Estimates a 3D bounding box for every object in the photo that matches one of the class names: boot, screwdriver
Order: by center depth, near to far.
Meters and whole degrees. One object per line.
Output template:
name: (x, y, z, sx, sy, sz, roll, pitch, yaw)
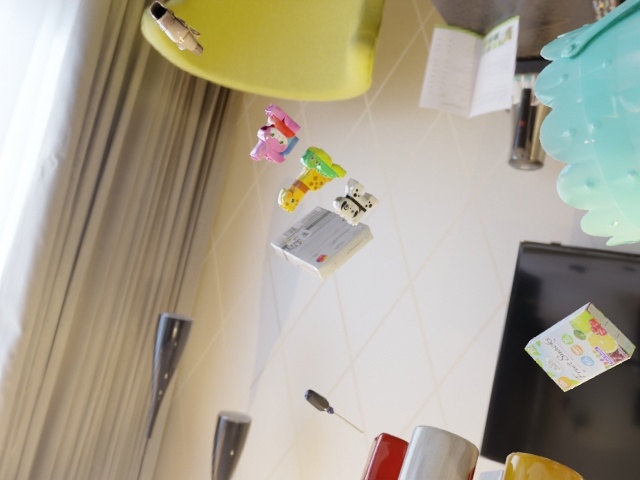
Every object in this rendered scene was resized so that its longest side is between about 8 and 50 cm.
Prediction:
boot: (-0.230, -0.337, 0.836, 0.087, 0.042, 0.118, 37, -173, -46)
screwdriver: (0.030, 0.297, 0.910, 0.025, 0.024, 0.170, -7, 139, 48)

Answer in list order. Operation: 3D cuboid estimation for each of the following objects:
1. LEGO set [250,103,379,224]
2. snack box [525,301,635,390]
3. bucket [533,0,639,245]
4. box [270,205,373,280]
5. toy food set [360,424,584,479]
LEGO set: (-0.031, -0.089, 0.765, 0.227, 0.093, 0.087, 37, 176, -36)
snack box: (0.441, 0.185, 0.916, 0.037, 0.100, 0.141, -27, 162, -45)
bucket: (0.385, -0.135, 0.571, 0.281, 0.280, 0.183, 16, 161, -37)
box: (0.000, 0.000, 1.135, 0.186, 0.145, 0.038, 24, 148, 52)
toy food set: (0.075, 0.197, 0.349, 0.111, 0.104, 0.232, 22, 154, 4)
